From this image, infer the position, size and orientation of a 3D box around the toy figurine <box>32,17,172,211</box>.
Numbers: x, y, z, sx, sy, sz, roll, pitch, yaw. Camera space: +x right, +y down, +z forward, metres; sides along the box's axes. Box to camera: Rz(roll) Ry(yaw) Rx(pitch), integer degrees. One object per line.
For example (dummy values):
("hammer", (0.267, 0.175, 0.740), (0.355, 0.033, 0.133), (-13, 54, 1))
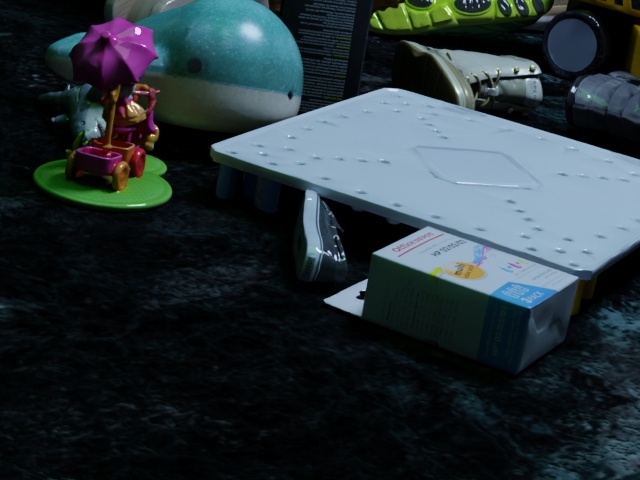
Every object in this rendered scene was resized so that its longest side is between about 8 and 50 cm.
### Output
("toy figurine", (-0.184, -0.129, 1.675), (0.130, 0.159, 0.173), (14, 20, 12))

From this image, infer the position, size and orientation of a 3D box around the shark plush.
("shark plush", (-0.251, -0.136, 1.826), (0.067, 0.073, 0.161), (-34, 44, -20))

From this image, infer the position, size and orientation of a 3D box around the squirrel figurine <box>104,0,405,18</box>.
("squirrel figurine", (-0.039, -0.386, 2.335), (0.397, 0.281, 0.370), (38, 32, 24))

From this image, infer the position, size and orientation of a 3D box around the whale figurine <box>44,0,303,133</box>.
("whale figurine", (-0.146, -0.192, 1.872), (0.272, 0.141, 0.216), (14, 6, 25))

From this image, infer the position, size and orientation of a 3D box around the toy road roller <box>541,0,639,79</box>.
("toy road roller", (0.465, -0.315, 2.375), (0.329, 0.241, 0.202), (20, 22, 26))

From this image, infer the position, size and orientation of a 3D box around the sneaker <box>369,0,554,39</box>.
("sneaker", (0.171, -0.316, 2.483), (0.295, 0.109, 0.123), (1, -17, 3))

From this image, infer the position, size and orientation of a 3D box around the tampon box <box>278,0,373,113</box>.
("tampon box", (0.001, -0.233, 2.047), (0.101, 0.161, 0.120), (8, 18, -3))

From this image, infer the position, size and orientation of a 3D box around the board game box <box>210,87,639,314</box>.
("board game box", (0.148, -0.051, 1.780), (0.390, 0.050, 0.390), (19, 21, 24))

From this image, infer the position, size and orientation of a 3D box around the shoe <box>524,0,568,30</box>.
("shoe", (0.271, -0.330, 2.615), (0.219, 0.058, 0.076), (0, 41, -14))

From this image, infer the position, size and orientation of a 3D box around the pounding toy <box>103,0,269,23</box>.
("pounding toy", (-0.165, -0.274, 2.088), (0.155, 0.154, 0.269), (21, 50, 30))

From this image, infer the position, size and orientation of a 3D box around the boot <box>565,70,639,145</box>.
("boot", (0.373, -0.131, 2.041), (0.222, 0.118, 0.338), (16, 7, 25))

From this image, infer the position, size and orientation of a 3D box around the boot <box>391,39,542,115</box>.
("boot", (0.187, -0.178, 2.116), (0.165, 0.077, 0.213), (6, 19, -18))

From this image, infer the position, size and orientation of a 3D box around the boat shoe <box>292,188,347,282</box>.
("boat shoe", (0.000, 0.000, 1.582), (0.040, 0.049, 0.142), (13, 26, -8))

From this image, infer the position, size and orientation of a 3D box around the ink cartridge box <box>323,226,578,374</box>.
("ink cartridge box", (0.106, 0.041, 1.487), (0.181, 0.062, 0.104), (19, 21, 25))
